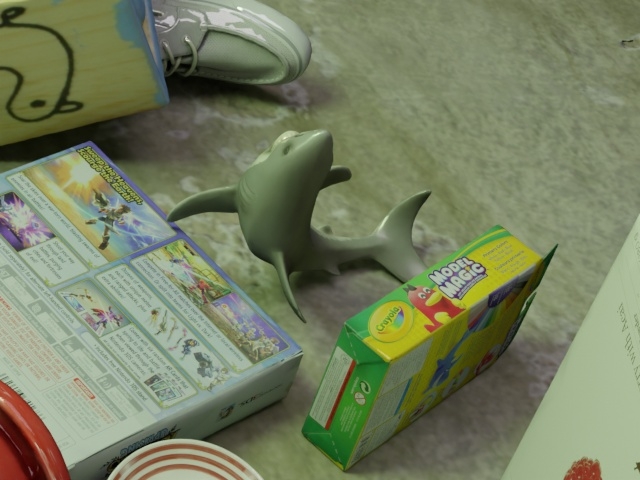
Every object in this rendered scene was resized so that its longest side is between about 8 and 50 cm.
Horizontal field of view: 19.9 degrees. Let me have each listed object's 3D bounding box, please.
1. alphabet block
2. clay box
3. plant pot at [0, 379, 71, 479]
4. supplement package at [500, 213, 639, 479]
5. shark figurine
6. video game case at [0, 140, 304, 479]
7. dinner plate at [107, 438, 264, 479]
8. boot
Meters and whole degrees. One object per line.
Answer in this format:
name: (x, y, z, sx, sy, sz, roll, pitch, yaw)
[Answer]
alphabet block: (-0.247, -0.209, 1.472, 0.197, 0.192, 0.193, -14, 57, 2)
clay box: (0.088, 0.074, 1.406, 0.053, 0.127, 0.222, 39, 44, 20)
plant pot: (-0.256, 0.177, 1.118, 0.191, 0.191, 0.174, 37, 39, 20)
supplement package: (0.260, 0.153, 1.258, 0.175, 0.293, 0.178, 8, 42, -14)
shark figurine: (-0.005, 0.013, 1.440, 0.278, 0.166, 0.116, 33, 36, -61)
video game case: (-0.191, 0.059, 1.365, 0.244, 0.061, 0.269, -25, 57, -38)
dinner plate: (-0.089, 0.205, 1.260, 0.141, 0.017, 0.141, 12, 55, -18)
boot: (-0.145, -0.162, 1.614, 0.258, 0.095, 0.123, 14, 47, 6)
